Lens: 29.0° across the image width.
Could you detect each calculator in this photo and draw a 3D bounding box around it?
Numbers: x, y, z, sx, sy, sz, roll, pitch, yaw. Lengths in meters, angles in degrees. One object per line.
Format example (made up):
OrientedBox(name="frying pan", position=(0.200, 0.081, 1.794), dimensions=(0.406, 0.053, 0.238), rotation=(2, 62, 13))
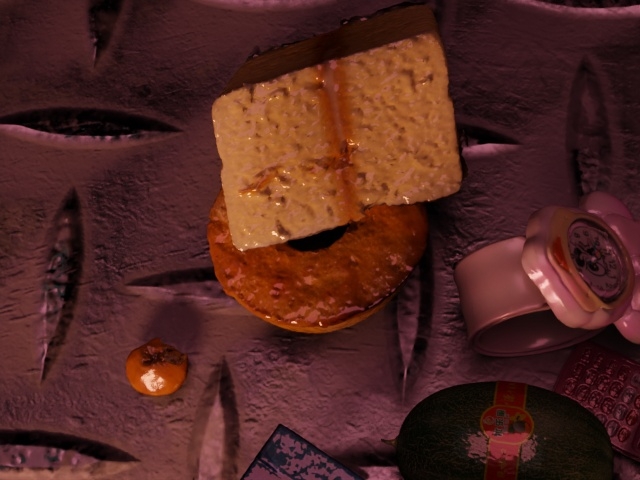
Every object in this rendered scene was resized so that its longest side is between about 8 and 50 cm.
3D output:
OrientedBox(name="calculator", position=(0.403, 0.219, 1.628), dimensions=(0.190, 0.034, 0.127), rotation=(26, 72, 20))

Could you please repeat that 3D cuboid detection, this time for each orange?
OrientedBox(name="orange", position=(-0.223, 0.171, 1.673), dimensions=(0.086, 0.062, 0.086), rotation=(-2, 69, 5))

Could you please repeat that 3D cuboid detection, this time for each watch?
OrientedBox(name="watch", position=(0.302, 0.057, 1.620), dimensions=(0.248, 0.217, 0.211), rotation=(7, 62, -36))

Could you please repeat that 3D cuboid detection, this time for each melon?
OrientedBox(name="melon", position=(0.218, 0.266, 1.540), dimensions=(0.287, 0.182, 0.182), rotation=(2, 67, 7))

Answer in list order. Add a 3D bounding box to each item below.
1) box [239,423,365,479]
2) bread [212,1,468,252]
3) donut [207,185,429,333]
OrientedBox(name="box", position=(0.046, 0.364, 1.464), dimensions=(0.279, 0.261, 0.116), rotation=(32, 70, 16))
OrientedBox(name="bread", position=(0.028, -0.178, 1.739), dimensions=(0.345, 0.405, 0.242), rotation=(-12, 104, 1))
OrientedBox(name="donut", position=(0.000, 0.000, 1.707), dimensions=(0.302, 0.110, 0.303), rotation=(-2, 66, 5))
